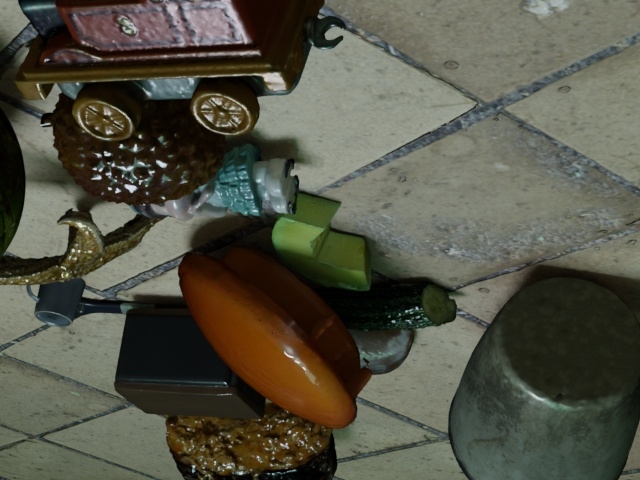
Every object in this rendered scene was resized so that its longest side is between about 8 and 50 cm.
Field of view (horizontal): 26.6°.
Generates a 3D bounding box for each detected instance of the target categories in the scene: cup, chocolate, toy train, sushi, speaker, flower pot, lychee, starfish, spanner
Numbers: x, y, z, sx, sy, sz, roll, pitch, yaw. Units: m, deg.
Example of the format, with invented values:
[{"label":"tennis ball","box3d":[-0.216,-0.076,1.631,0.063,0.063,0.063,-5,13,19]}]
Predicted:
[{"label":"cup","box3d":[-0.462,0.097,2.331,0.100,0.077,0.078,24,152,-25]},{"label":"chocolate","box3d":[0.026,0.184,2.315,0.254,0.080,0.157,13,155,-5]},{"label":"toy train","box3d":[-0.156,-0.237,1.426,0.369,0.163,0.231,0,140,21]},{"label":"sushi","box3d":[-0.140,0.435,2.743,0.349,0.234,0.207,0,153,11]},{"label":"speaker","box3d":[-0.221,0.215,2.359,0.231,0.153,0.192,1,159,15]},{"label":"flower pot","box3d":[0.359,0.224,2.053,0.294,0.293,0.330,9,148,3]},{"label":"lychee","box3d":[-0.230,-0.133,1.641,0.238,0.200,0.200,12,156,18]},{"label":"starfish","box3d":[-0.355,0.008,1.918,0.375,0.094,0.327,-21,-176,-26]},{"label":"spanner","box3d":[-0.349,0.120,2.400,0.316,0.024,0.087,2,151,18]}]

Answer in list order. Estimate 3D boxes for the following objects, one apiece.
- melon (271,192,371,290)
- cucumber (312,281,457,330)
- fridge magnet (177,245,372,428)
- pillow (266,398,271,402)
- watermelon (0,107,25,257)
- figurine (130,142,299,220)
[{"label":"melon","box3d":[0.000,0.000,1.968,0.118,0.064,0.209,2,151,19]},{"label":"cucumber","box3d":[0.081,0.108,2.146,0.265,0.077,0.077,-5,151,30]},{"label":"fridge magnet","box3d":[-0.075,0.146,2.077,0.363,0.155,0.363,40,164,14]},{"label":"pillow","box3d":[-0.169,0.263,2.566,0.302,0.075,0.185,-10,146,32]},{"label":"watermelon","box3d":[-0.548,-0.074,1.722,0.363,0.363,0.363,9,155,4]},{"label":"figurine","box3d":[-0.155,-0.086,1.805,0.245,0.110,0.138,1,144,12]}]
